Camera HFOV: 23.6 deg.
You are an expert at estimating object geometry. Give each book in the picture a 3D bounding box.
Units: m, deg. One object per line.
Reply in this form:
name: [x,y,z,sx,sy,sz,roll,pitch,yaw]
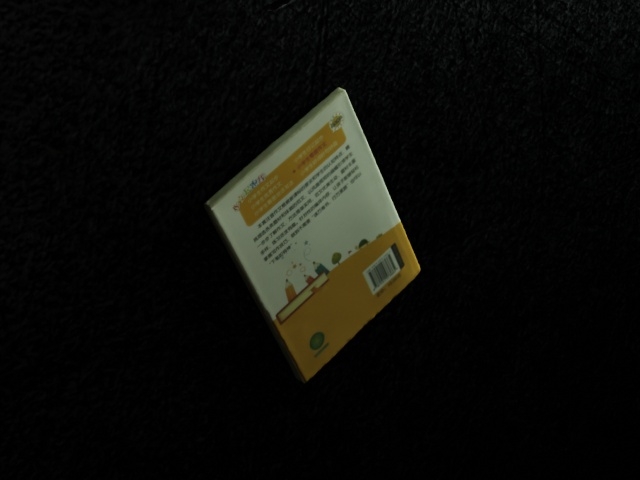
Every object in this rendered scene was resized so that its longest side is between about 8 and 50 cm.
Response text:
book: [0.000,0.000,1.726,0.208,0.020,0.295,-42,133,-19]

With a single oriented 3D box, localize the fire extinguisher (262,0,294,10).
fire extinguisher: [-0.011,-0.358,1.495,0.089,0.072,0.267,-14,120,-44]
